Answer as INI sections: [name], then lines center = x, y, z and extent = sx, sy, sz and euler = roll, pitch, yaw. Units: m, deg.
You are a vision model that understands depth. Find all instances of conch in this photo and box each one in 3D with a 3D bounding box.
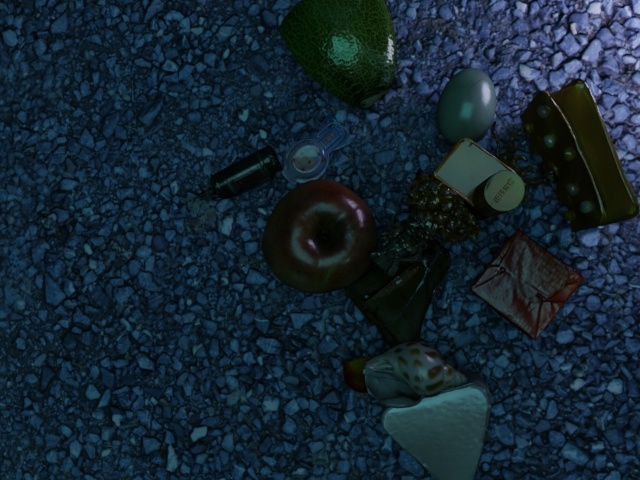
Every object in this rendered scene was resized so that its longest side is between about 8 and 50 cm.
[conch]
center = 0.271, 0.381, 1.634
extent = 0.274, 0.148, 0.183
euler = 6, 94, 25

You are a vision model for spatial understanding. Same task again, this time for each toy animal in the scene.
[toy animal]
center = 0.559, -0.232, 1.693
extent = 0.116, 0.114, 0.255
euler = -29, 95, 10

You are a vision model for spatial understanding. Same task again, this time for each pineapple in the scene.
[pineapple]
center = 0.259, -0.013, 1.571
extent = 0.271, 0.262, 0.262
euler = -44, 84, -2

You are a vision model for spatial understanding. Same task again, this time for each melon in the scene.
[melon]
center = 0.087, -0.581, 1.731
extent = 0.331, 0.226, 0.344
euler = -30, 72, -10

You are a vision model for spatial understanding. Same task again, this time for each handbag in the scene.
[handbag]
center = 0.693, -0.217, 1.591
extent = 0.133, 0.283, 0.401
euler = -22, 85, 3

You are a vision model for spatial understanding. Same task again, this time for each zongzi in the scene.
[zongzi]
center = 0.298, 0.195, 1.733
extent = 0.323, 0.160, 0.360
euler = -35, 106, -4

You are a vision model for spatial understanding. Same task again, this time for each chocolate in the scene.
[chocolate]
center = 0.593, 0.129, 1.684
extent = 0.237, 0.108, 0.235
euler = 38, 87, 5

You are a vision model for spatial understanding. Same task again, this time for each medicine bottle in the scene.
[medicine bottle]
center = 0.430, -0.111, 1.397
extent = 0.096, 0.192, 0.096
euler = 0, 88, 7

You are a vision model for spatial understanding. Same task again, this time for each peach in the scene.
[peach]
center = 0.133, 0.409, 1.754
extent = 0.151, 0.151, 0.118
euler = 32, 81, 7

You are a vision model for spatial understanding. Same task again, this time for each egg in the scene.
[egg]
center = 0.429, -0.391, 1.685
extent = 0.168, 0.168, 0.231
euler = 14, 89, 8

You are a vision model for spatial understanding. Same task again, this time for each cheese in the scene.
[cheese]
center = -0.018, -0.277, 1.806
extent = 0.244, 0.052, 0.135
euler = -43, 88, -2

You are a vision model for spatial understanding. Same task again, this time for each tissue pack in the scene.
[tissue pack]
center = 0.424, -0.170, 1.634
extent = 0.194, 0.274, 0.145
euler = 36, 94, 6

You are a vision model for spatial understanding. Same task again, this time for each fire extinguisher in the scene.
[fire extinguisher]
center = -0.269, -0.196, 1.826
extent = 0.294, 0.118, 0.093
euler = -27, 51, 7

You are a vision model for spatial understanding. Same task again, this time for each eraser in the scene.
[eraser]
center = 0.384, 0.529, 1.707
extent = 0.331, 0.150, 0.331
euler = 0, 92, 11

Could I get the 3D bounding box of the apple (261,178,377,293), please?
[apple]
center = 0.000, 0.000, 1.690
extent = 0.338, 0.305, 0.339
euler = 0, 81, -2
